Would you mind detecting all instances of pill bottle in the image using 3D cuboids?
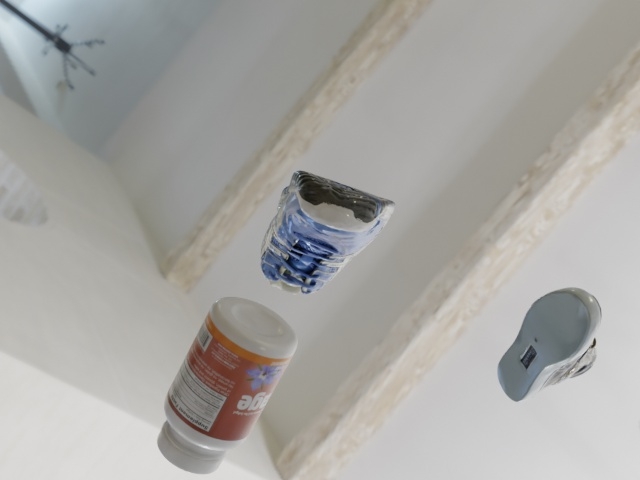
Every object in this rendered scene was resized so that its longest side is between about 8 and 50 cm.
[{"bbox_3d":[-0.127,0.190,1.230,0.216,0.121,0.121,-62,-147,18],"label":"pill bottle"}]

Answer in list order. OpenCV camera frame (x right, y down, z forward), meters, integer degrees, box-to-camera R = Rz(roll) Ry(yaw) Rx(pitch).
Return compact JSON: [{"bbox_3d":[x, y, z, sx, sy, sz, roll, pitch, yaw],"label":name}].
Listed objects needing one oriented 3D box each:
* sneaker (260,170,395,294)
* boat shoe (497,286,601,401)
[{"bbox_3d":[0.000,0.000,0.710,0.211,0.080,0.081,136,-26,-82],"label":"sneaker"},{"bbox_3d":[0.241,0.092,0.931,0.065,0.083,0.183,61,-27,23],"label":"boat shoe"}]
